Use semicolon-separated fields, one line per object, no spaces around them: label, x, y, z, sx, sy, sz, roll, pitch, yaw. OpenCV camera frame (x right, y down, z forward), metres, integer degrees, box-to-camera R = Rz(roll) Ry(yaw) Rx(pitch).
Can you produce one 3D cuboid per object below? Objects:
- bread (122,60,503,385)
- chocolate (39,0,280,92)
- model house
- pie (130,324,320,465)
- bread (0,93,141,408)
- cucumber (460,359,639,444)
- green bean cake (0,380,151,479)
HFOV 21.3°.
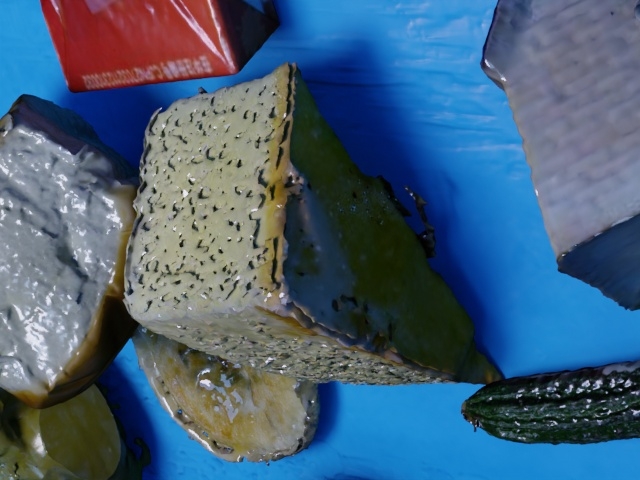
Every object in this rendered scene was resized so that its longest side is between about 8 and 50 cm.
bread;0.000;0.000;1.621;0.248;0.315;0.279;-13;73;41
chocolate;-0.170;-0.271;1.629;0.237;0.108;0.235;-3;111;40
model house;0.285;-0.140;1.260;0.298;0.243;0.284;-28;68;20
pie;-0.103;0.123;1.835;0.274;0.055;0.274;20;126;31
bread;-0.275;0.017;1.734;0.225;0.250;0.279;24;96;-7
cucumber;0.242;0.150;1.553;0.265;0.077;0.077;-15;104;46
green bean cake;-0.351;0.239;1.952;0.202;0.285;0.310;-28;96;41
